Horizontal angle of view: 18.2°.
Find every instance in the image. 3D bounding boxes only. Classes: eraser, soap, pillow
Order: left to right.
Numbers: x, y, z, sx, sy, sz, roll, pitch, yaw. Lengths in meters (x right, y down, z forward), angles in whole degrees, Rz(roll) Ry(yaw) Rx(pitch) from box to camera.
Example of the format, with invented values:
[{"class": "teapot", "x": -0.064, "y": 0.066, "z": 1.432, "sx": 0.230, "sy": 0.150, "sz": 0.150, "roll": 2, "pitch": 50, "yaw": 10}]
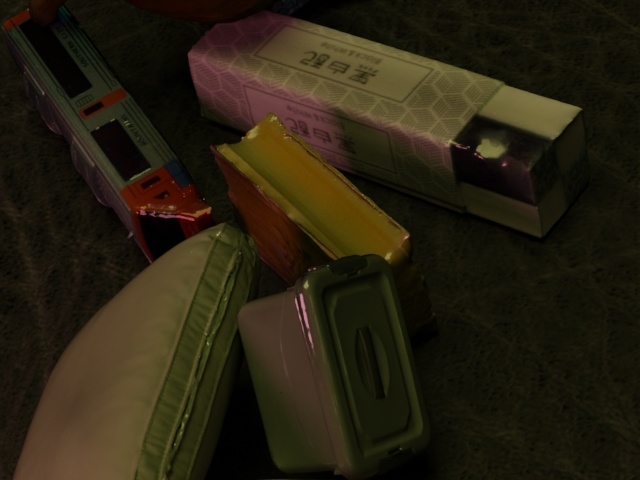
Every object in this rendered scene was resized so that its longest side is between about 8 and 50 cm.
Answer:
[{"class": "pillow", "x": -0.158, "y": 0.152, "z": 1.614, "sx": 0.255, "sy": 0.120, "sz": 0.322, "roll": -39, "pitch": 26, "yaw": 42}, {"class": "soap", "x": 0.001, "y": -0.001, "z": 1.752, "sx": 0.076, "sy": 0.135, "sz": 0.233, "roll": -32, "pitch": 46, "yaw": -14}, {"class": "eraser", "x": 0.057, "y": -0.118, "z": 1.876, "sx": 0.404, "sy": 0.096, "sz": 0.098, "roll": 21, "pitch": 54, "yaw": 34}]

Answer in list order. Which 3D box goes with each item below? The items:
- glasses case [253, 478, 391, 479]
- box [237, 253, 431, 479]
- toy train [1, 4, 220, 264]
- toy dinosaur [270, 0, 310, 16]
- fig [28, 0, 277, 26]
[{"class": "glasses case", "x": 0.017, "y": 0.243, "z": 1.548, "sx": 0.297, "sy": 0.075, "sz": 0.113, "roll": -2, "pitch": 45, "yaw": 18}, {"class": "box", "x": 0.006, "y": 0.104, "z": 1.585, "sx": 0.093, "sy": 0.172, "sz": 0.124, "roll": -14, "pitch": 0, "yaw": 37}, {"class": "toy train", "x": -0.204, "y": -0.097, "z": 1.949, "sx": 0.089, "sy": 0.086, "sz": 0.409, "roll": -29, "pitch": 45, "yaw": -9}, {"class": "toy dinosaur", "x": 0.058, "y": -0.313, "z": 2.086, "sx": 0.363, "sy": 0.076, "sz": 0.147, "roll": -24, "pitch": 53, "yaw": 2}, {"class": "fig", "x": -0.163, "y": -0.277, "z": 1.938, "sx": 0.321, "sy": 0.217, "sz": 0.217, "roll": -29, "pitch": 38, "yaw": 27}]
